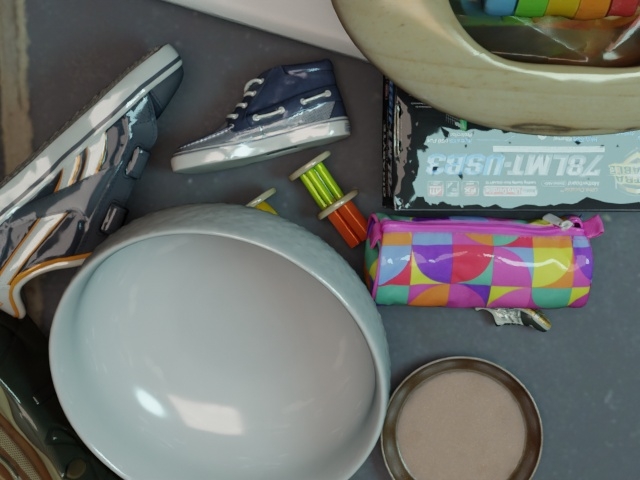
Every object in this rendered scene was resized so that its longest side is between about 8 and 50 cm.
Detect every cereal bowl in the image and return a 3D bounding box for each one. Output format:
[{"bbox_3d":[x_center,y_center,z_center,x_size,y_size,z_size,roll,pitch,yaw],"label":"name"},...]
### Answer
[{"bbox_3d":[-0.091,0.104,1.816,0.339,0.141,0.339,5,119,9],"label":"cereal bowl"}]

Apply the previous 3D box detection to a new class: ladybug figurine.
[{"bbox_3d":[0.208,-0.250,1.694,0.449,0.162,0.305,5,93,-9],"label":"ladybug figurine"}]

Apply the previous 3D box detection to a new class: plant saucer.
[{"bbox_3d":[0.147,0.203,1.888,0.168,0.029,0.168,0,91,4],"label":"plant saucer"}]

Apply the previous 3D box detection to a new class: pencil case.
[{"bbox_3d":[0.161,0.017,1.829,0.236,0.104,0.104,-2,92,-5],"label":"pencil case"}]

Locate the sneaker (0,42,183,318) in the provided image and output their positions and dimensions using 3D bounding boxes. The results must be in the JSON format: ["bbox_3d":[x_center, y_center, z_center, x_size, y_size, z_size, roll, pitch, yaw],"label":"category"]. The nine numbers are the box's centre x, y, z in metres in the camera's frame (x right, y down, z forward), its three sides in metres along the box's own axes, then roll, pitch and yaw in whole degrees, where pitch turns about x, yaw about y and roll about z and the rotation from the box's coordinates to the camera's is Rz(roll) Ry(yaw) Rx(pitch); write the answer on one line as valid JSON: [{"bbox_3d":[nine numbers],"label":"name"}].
[{"bbox_3d":[-0.240,-0.057,1.856,0.321,0.126,0.127,-43,100,-1],"label":"sneaker"}]

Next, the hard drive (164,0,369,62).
[{"bbox_3d":[-0.009,-0.322,1.869,0.353,0.047,0.233,17,93,2],"label":"hard drive"}]

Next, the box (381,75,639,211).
[{"bbox_3d":[0.211,-0.174,1.817,0.295,0.073,0.293,-1,95,-8],"label":"box"}]

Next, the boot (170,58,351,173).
[{"bbox_3d":[-0.069,-0.127,1.876,0.190,0.069,0.086,-13,84,-4],"label":"boot"}]

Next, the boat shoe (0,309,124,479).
[{"bbox_3d":[-0.291,0.209,1.883,0.120,0.122,0.324,-37,87,34],"label":"boat shoe"}]

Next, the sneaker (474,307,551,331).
[{"bbox_3d":[0.198,0.077,1.881,0.083,0.032,0.037,31,100,12],"label":"sneaker"}]

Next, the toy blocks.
[{"bbox_3d":[0.000,0.000,1.877,0.123,0.054,0.148,-34,91,2],"label":"toy blocks"}]
